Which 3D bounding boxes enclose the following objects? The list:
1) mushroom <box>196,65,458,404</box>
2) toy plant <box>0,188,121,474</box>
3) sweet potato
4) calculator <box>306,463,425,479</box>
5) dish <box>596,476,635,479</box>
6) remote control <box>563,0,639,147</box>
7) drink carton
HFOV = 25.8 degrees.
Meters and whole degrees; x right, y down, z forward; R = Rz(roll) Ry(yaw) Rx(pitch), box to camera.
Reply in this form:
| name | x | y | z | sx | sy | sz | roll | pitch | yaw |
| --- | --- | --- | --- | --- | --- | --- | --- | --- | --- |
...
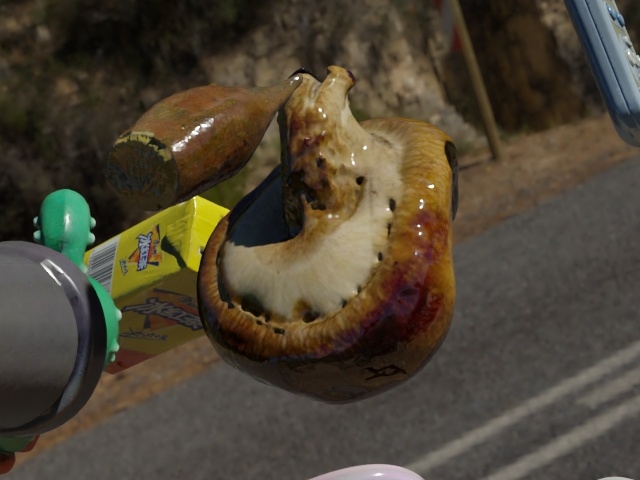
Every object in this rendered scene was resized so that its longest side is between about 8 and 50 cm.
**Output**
| name | x | y | z | sx | sy | sz | roll | pitch | yaw |
| --- | --- | --- | --- | --- | --- | --- | --- | --- | --- |
| mushroom | 0.000 | 0.000 | 1.497 | 0.345 | 0.259 | 0.345 | -23 | 42 | 22 |
| toy plant | -0.287 | 0.083 | 1.345 | 0.185 | 0.279 | 0.400 | -9 | -6 | 13 |
| sweet potato | -0.048 | -0.054 | 0.663 | 0.117 | 0.049 | 0.049 | -36 | 19 | -36 |
| calculator | -0.009 | 0.178 | 0.809 | 0.166 | 0.103 | 0.024 | -29 | 43 | 13 |
| dish | 0.252 | 0.297 | 1.072 | 0.229 | 0.229 | 0.081 | -17 | -7 | 7 |
| remote control | 0.278 | -0.205 | 1.382 | 0.047 | 0.244 | 0.087 | -25 | -13 | 25 |
| drink carton | -0.217 | 0.065 | 1.815 | 0.154 | 0.111 | 0.351 | 26 | -36 | -36 |
